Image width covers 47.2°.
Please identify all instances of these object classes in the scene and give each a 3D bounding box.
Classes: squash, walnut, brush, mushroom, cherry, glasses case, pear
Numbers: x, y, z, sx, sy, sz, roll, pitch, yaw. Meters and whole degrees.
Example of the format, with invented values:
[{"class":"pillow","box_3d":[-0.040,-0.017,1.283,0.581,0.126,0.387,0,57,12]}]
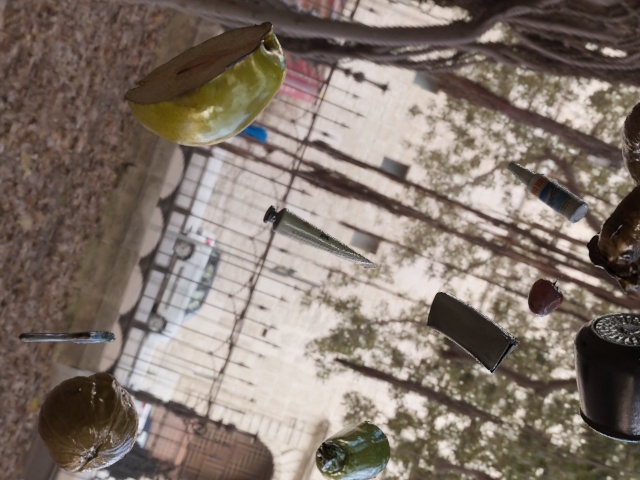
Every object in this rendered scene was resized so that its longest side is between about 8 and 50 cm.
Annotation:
[{"class":"squash","box_3d":[0.039,0.460,1.533,0.287,0.137,0.137,15,97,-64]},{"class":"walnut","box_3d":[-0.527,0.410,1.670,0.228,0.228,0.228,-159,-90,-83]},{"class":"brush","box_3d":[-0.413,0.157,1.183,0.196,0.070,0.021,15,71,-67]},{"class":"mushroom","box_3d":[0.693,-0.132,1.472,0.331,0.356,0.334,-88,157,-45]},{"class":"cherry","box_3d":[0.671,0.169,2.204,0.126,0.106,0.087,-29,-169,-19]},{"class":"glasses case","box_3d":[0.451,0.271,2.180,0.308,0.083,0.128,37,-79,45]},{"class":"pear","box_3d":[-0.247,-0.348,1.741,0.191,0.386,0.340,62,31,-32]}]

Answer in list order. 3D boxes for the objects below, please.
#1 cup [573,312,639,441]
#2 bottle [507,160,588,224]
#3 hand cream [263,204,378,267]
[{"class":"cup","box_3d":[0.509,0.224,1.155,0.223,0.169,0.177,19,-62,48]},{"class":"bottle","box_3d":[0.524,-0.120,1.712,0.217,0.060,0.060,45,-59,38]},{"class":"hand cream","box_3d":[0.000,0.000,1.402,0.050,0.234,0.080,-65,-164,-9]}]
